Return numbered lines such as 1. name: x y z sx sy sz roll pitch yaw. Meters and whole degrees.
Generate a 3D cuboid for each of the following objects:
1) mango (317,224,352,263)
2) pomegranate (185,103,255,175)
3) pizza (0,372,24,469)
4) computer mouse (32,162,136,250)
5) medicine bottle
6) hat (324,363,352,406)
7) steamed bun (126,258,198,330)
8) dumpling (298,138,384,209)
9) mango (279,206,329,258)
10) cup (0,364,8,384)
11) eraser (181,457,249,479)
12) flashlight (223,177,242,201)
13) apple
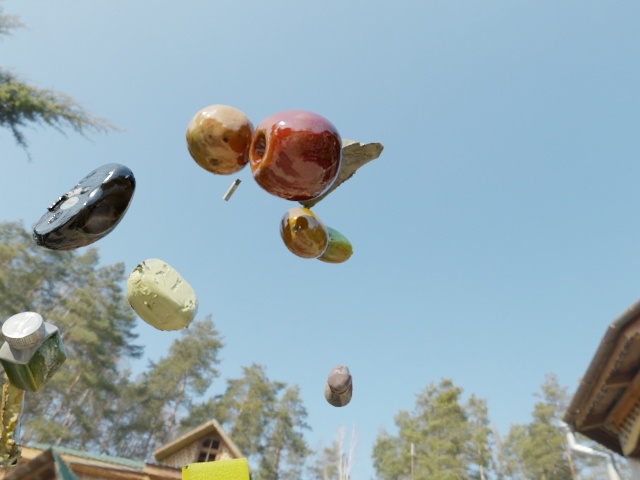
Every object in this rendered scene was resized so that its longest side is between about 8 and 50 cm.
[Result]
1. mango: 0.000 0.000 1.525 0.233 0.125 0.111 31 -72 9
2. pomegranate: -0.264 -0.267 1.205 0.192 0.191 0.191 5 -45 5
3. pizza: -1.079 0.563 1.593 0.080 0.434 0.392 10 -26 -34
4. computer mouse: -0.465 -0.060 0.919 0.137 0.233 0.096 8 -40 33
5. medicine bottle: -0.747 0.281 1.170 0.088 0.132 0.188 14 -53 6
6. hat: 0.032 0.284 0.871 0.058 0.042 0.086 22 -82 21
7. steamed bun: -0.553 0.196 1.536 0.166 0.232 0.273 -39 -72 5
8. dumpling: 0.028 -0.239 1.432 0.332 0.086 0.166 -38 -47 21
9. mango: -0.048 -0.025 1.274 0.120 0.221 0.151 -38 -75 4
10. cup: -0.992 0.404 1.324 0.074 0.099 0.102 6 -51 27
11. eraser: -0.195 0.468 0.846 0.123 0.097 0.045 10 -37 -31
12. flashlight: -0.282 -0.163 1.446 0.018 0.018 0.083 31 -79 -31
13. apple: -0.058 -0.202 1.082 0.202 0.218 0.218 7 -40 -29
